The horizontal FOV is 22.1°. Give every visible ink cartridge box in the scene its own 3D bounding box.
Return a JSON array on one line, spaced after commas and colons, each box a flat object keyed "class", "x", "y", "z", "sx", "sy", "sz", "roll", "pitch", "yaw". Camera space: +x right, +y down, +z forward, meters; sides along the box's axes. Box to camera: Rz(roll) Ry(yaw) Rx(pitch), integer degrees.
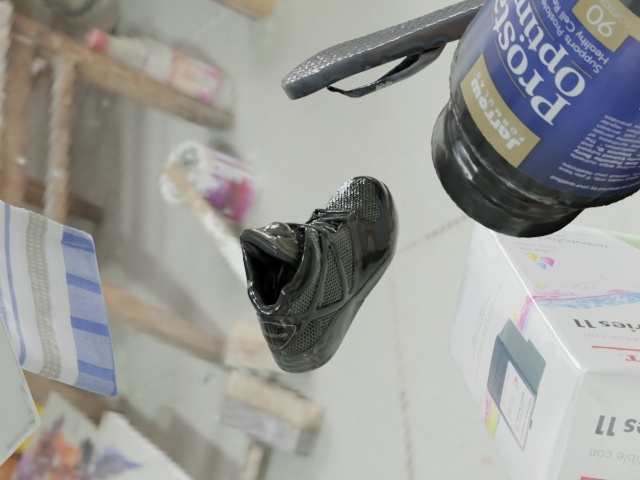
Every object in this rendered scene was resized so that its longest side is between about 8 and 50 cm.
[{"class": "ink cartridge box", "x": 0.225, "y": 0.105, "z": 1.088, "sx": 0.353, "sy": 0.207, "sz": 0.119, "roll": -111, "pitch": 31, "yaw": -67}]

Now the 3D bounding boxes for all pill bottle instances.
[{"class": "pill bottle", "x": 0.136, "y": -0.091, "z": 0.797, "sx": 0.219, "sy": 0.122, "sz": 0.123, "roll": 124, "pitch": 147, "yaw": -56}]

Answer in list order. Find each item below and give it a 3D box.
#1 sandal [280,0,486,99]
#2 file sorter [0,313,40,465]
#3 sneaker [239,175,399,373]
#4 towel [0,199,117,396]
[{"class": "sandal", "x": 0.085, "y": -0.182, "z": 1.618, "sx": 0.254, "sy": 0.055, "sz": 0.097, "roll": -19, "pitch": 15, "yaw": 3}, {"class": "file sorter", "x": -0.373, "y": 0.077, "z": 1.257, "sx": 0.173, "sy": 0.278, "sz": 0.193, "roll": 5, "pitch": 35, "yaw": 31}, {"class": "sneaker", "x": 0.000, "y": 0.000, "z": 1.538, "sx": 0.087, "sy": 0.130, "sz": 0.227, "roll": 5, "pitch": 48, "yaw": 34}, {"class": "towel", "x": -0.322, "y": 0.036, "z": 1.670, "sx": 0.034, "sy": 0.285, "sz": 0.209, "roll": -34, "pitch": 51, "yaw": 26}]
